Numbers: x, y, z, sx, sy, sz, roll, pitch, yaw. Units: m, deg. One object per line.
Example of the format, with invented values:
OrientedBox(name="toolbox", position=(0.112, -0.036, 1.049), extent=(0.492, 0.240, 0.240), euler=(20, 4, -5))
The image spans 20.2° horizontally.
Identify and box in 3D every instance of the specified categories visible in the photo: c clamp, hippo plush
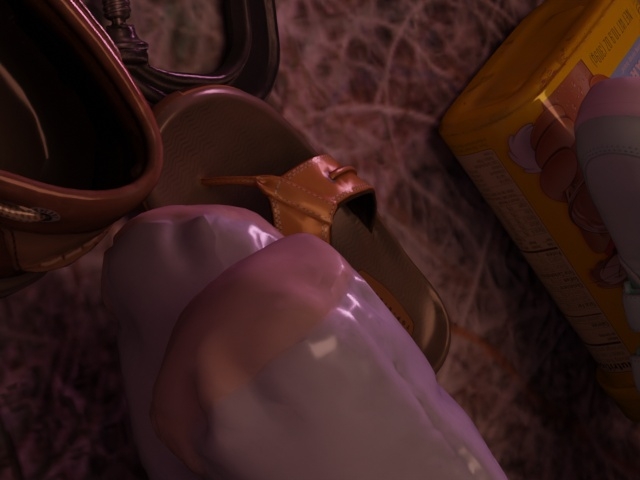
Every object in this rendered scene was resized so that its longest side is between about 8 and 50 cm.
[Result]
OrientedBox(name="c clamp", position=(-0.069, -0.122, 0.690), extent=(0.137, 0.022, 0.161), euler=(-10, 88, -49))
OrientedBox(name="hippo plush", position=(-0.026, 0.159, 0.581), extent=(0.236, 0.234, 0.294), euler=(-43, 92, -7))

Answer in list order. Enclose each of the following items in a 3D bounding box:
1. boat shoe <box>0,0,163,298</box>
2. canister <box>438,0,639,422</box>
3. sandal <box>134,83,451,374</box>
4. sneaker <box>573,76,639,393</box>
OrientedBox(name="boat shoe", position=(-0.173, -0.100, 0.524), extent=(0.324, 0.116, 0.123), euler=(37, 59, -31))
OrientedBox(name="canister", position=(0.140, -0.020, 0.822), extent=(0.170, 0.073, 0.126), euler=(54, 53, -19))
OrientedBox(name="sandal", position=(0.000, 0.000, 0.703), extent=(0.180, 0.049, 0.072), euler=(42, 63, -31))
OrientedBox(name="sneaker", position=(0.155, 0.067, 0.720), extent=(0.151, 0.094, 0.256), euler=(-45, 111, -29))
